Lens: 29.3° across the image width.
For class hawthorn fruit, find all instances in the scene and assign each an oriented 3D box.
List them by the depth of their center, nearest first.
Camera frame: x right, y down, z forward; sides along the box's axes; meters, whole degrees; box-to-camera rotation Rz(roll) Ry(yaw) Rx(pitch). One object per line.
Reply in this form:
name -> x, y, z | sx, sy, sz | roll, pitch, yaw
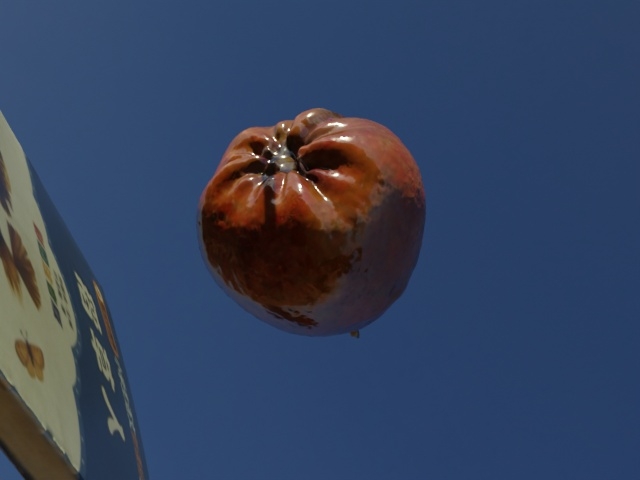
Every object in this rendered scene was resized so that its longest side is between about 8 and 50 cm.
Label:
hawthorn fruit -> 0.000, 0.000, 1.471 | 0.277, 0.277, 0.298 | 5, -49, 38

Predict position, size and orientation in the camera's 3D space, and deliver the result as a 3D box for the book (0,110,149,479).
book -> -0.198, 0.011, 0.755 | 0.428, 0.039, 0.300 | 71, -2, -49
